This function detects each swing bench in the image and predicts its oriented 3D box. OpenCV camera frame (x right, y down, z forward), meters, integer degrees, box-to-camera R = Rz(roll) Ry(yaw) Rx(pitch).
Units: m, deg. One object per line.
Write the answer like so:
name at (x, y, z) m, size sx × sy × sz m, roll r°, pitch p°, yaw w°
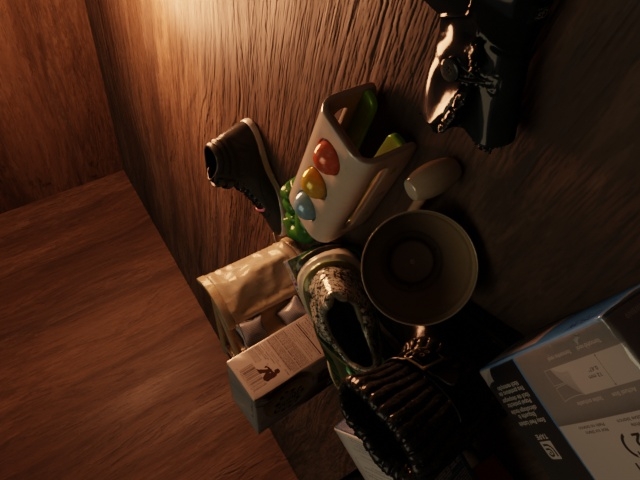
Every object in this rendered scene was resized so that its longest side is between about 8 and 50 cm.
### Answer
swing bench at (-0.131, 0.165, 1.382) m, size 0.165 × 0.253 × 0.254 m, roll 35°, pitch 144°, yaw 49°

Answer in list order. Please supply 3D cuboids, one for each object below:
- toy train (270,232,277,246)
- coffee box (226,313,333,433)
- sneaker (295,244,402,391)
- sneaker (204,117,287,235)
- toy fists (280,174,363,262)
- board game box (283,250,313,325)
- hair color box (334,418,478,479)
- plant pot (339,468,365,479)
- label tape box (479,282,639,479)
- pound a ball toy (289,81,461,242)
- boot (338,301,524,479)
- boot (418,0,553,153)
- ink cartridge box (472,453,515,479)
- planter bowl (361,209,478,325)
toy train at (-0.162, 0.111, 1.530) m, size 0.105 × 0.143 × 0.248 m, roll 31°, pitch 141°, yaw 52°
coffee box at (-0.051, 0.279, 1.269) m, size 0.119 × 0.297 × 0.168 m, roll 46°, pitch 150°, yaw 31°
sneaker at (0.070, 0.218, 1.024) m, size 0.410 × 0.158 × 0.182 m, roll 63°, pitch -174°, yaw -19°
sneaker at (-0.182, -0.126, 1.330) m, size 0.105 × 0.147 × 0.295 m, roll 11°, pitch 124°, yaw 60°
toy fists at (0.000, 0.000, 1.136) m, size 0.142 × 0.096 × 0.279 m, roll -2°, pitch 113°, yaw 66°
board game box at (-0.002, 0.094, 1.223) m, size 0.154 × 0.103 × 0.026 m, roll 65°, pitch 157°, yaw -2°
hair color box at (0.182, 0.427, 0.917) m, size 0.174 × 0.105 × 0.347 m, roll -10°, pitch 112°, yaw 60°
plant pot at (0.179, 0.556, 1.234) m, size 0.187 × 0.188 × 0.167 m, roll 56°, pitch 145°, yaw 20°
label tape box at (0.358, 0.237, 0.590) m, size 0.347 × 0.115 × 0.249 m, roll 60°, pitch 157°, yaw 15°
pound a ball toy at (0.055, -0.086, 0.879) m, size 0.208 × 0.136 × 0.319 m, roll 59°, pitch 157°, yaw 14°
boot at (0.125, 0.181, 0.838) m, size 0.348 × 0.260 × 0.131 m, roll 29°, pitch 138°, yaw 55°
boot at (0.131, -0.232, 0.615) m, size 0.246 × 0.094 × 0.207 m, roll 42°, pitch 145°, yaw 31°
ink cartridge box at (0.302, 0.471, 0.991) m, size 0.134 × 0.078 × 0.231 m, roll 52°, pitch 154°, yaw 25°
planter bowl at (0.139, 0.036, 0.825) m, size 0.109 × 0.162 × 0.162 m, roll -41°, pitch -74°, yaw -86°
